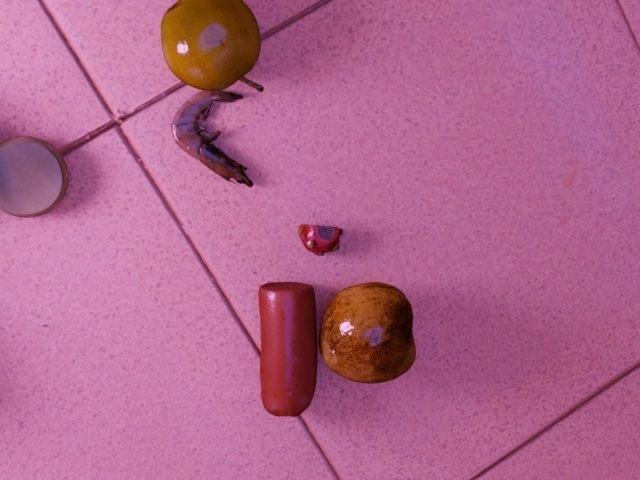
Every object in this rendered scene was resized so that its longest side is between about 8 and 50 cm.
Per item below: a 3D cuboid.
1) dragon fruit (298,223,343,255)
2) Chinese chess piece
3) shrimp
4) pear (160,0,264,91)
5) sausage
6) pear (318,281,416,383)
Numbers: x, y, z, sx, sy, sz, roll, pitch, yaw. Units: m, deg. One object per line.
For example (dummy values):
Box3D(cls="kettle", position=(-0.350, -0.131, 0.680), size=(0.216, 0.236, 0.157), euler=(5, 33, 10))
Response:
Box3D(cls="dragon fruit", position=(0.000, 0.000, 1.591), size=(0.083, 0.056, 0.060), euler=(7, 94, -15))
Box3D(cls="Chinese chess piece", position=(-0.520, -0.112, 1.464), size=(0.144, 0.058, 0.144), euler=(-2, 98, -12))
Box3D(cls="shrimp", position=(-0.175, -0.199, 1.545), size=(0.195, 0.035, 0.148), euler=(37, 85, -12))
Box3D(cls="pear", position=(-0.183, -0.337, 1.472), size=(0.180, 0.166, 0.216), euler=(-48, 124, -17))
Box3D(cls="sausage", position=(-0.061, 0.211, 1.576), size=(0.113, 0.113, 0.259), euler=(-2, 96, -12))
Box3D(cls="pear", position=(0.085, 0.174, 1.563), size=(0.197, 0.197, 0.197), euler=(-1, 96, -12))
